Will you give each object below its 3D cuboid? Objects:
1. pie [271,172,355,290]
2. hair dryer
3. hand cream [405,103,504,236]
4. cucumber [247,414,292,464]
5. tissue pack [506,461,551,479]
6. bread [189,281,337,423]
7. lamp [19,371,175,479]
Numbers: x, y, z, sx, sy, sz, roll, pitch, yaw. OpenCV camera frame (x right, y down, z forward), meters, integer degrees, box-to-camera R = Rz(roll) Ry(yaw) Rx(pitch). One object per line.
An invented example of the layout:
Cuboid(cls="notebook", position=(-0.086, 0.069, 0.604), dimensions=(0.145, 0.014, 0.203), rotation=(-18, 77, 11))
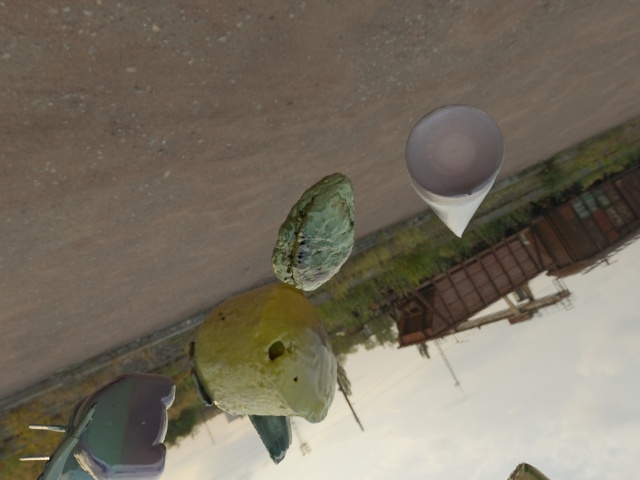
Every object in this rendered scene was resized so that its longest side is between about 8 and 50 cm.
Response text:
Cuboid(cls="pie", position=(0.000, 0.000, 0.828), dimensions=(0.201, 0.090, 0.248), rotation=(-31, 143, -31))
Cuboid(cls="hair dryer", position=(-0.385, 0.309, 0.567), dimensions=(0.067, 0.199, 0.167), rotation=(5, 158, 22))
Cuboid(cls="hand cream", position=(0.143, -0.068, 0.482), dimensions=(0.083, 0.133, 0.248), rotation=(-16, 176, 14))
Cuboid(cls="cucumber", position=(-0.149, 0.387, 1.093), dimensions=(0.105, 0.325, 0.145), rotation=(-25, 162, -13))
Cuboid(cls="tissue pack", position=(0.480, 0.555, 0.869), dimensions=(0.090, 0.222, 0.186), rotation=(-48, 150, -8))
Cuboid(cls="bread", position=(-0.070, 0.161, 0.621), dimensions=(0.170, 0.197, 0.197), rotation=(-15, 173, 19))
Cuboid(cls="lamp", position=(-0.407, 0.368, 0.808), dimensions=(0.247, 0.247, 0.301), rotation=(11, 145, -28))
